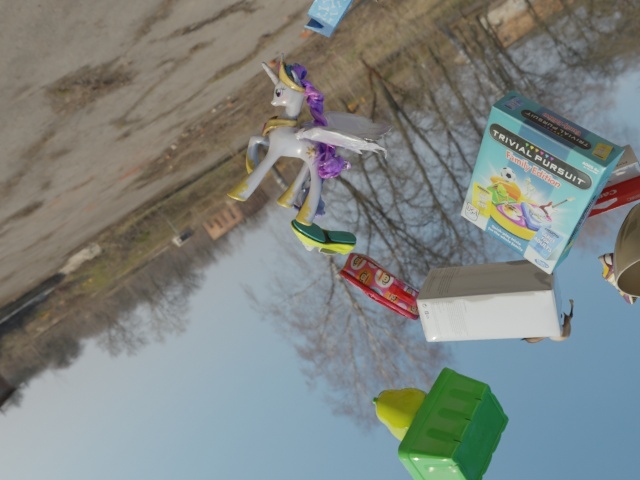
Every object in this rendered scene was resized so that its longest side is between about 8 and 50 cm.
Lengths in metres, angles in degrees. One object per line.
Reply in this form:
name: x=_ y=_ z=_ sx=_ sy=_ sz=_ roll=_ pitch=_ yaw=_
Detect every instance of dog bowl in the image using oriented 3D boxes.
dog bowl: x=0.037 y=-0.599 z=1.495 sx=0.166 sy=0.074 sz=0.297 roll=-57 pitch=-172 yaw=4

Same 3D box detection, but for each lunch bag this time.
lunch bag: x=0.231 y=0.161 z=2.036 sx=0.258 sy=0.293 sz=0.120 roll=30 pitch=-91 yaw=51

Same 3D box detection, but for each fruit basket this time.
fruit basket: x=0.355 y=0.597 z=1.910 sx=0.392 sy=0.283 sz=0.392 roll=-29 pitch=-160 yaw=12

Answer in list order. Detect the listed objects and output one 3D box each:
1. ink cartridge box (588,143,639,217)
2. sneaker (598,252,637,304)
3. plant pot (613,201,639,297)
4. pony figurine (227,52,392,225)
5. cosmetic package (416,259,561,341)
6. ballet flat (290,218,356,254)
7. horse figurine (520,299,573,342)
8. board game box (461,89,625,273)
ink cartridge box: x=0.964 y=-0.196 z=2.088 sx=0.296 sy=0.066 sz=0.261 roll=-23 pitch=-152 yaw=26
sneaker: x=0.955 y=0.120 z=1.917 sx=0.069 sy=0.185 sz=0.084 roll=-33 pitch=-165 yaw=-35
plant pot: x=0.869 y=-0.001 z=1.498 sx=0.284 sy=0.284 sz=0.191 roll=-29 pitch=-132 yaw=38
pony figurine: x=-0.023 y=-0.233 z=1.468 sx=0.303 sy=0.351 sz=0.363 roll=-76 pitch=-173 yaw=-71
cosmetic package: x=0.479 y=0.167 z=1.689 sx=0.365 sy=0.155 sz=0.197 roll=-6 pitch=-158 yaw=27
ballet flat: x=0.000 y=0.000 z=1.700 sx=0.077 sy=0.231 sz=0.077 roll=-51 pitch=-138 yaw=32
horse figurine: x=0.753 y=0.262 z=1.940 sx=0.066 sy=0.263 sz=0.174 roll=-6 pitch=-110 yaw=50
board game box: x=0.455 y=-0.116 z=1.289 sx=0.079 sy=0.254 sz=0.336 roll=-38 pitch=150 yaw=-26
